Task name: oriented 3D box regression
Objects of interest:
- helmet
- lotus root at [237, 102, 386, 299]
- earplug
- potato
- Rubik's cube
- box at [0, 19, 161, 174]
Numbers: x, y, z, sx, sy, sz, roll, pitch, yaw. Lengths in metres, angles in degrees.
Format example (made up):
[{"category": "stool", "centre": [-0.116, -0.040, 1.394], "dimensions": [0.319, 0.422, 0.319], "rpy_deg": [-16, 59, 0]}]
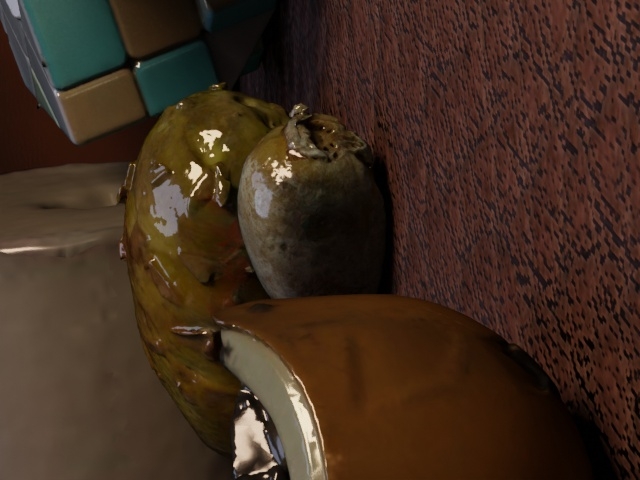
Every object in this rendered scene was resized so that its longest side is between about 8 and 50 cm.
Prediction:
[{"category": "helmet", "centre": [0.037, 0.112, 0.622], "dimensions": [0.224, 0.130, 0.198], "rpy_deg": [79, -176, -65]}, {"category": "lotus root", "centre": [-0.002, -0.001, 0.953], "dimensions": [0.088, 0.088, 0.165], "rpy_deg": [-109, 6, -54]}, {"category": "earplug", "centre": [-0.173, 0.150, 1.364], "dimensions": [0.312, 0.312, 0.394], "rpy_deg": [-128, 32, -73]}, {"category": "potato", "centre": [-0.061, 0.032, 1.125], "dimensions": [0.176, 0.141, 0.298], "rpy_deg": [-102, 11, -50]}, {"category": "Rubik's cube", "centre": [-0.139, -0.204, 1.288], "dimensions": [0.265, 0.213, 0.224], "rpy_deg": [43, 154, 60]}, {"category": "box", "centre": [-0.229, -0.208, 1.567], "dimensions": [0.239, 0.229, 0.339], "rpy_deg": [-114, 9, -56]}]
